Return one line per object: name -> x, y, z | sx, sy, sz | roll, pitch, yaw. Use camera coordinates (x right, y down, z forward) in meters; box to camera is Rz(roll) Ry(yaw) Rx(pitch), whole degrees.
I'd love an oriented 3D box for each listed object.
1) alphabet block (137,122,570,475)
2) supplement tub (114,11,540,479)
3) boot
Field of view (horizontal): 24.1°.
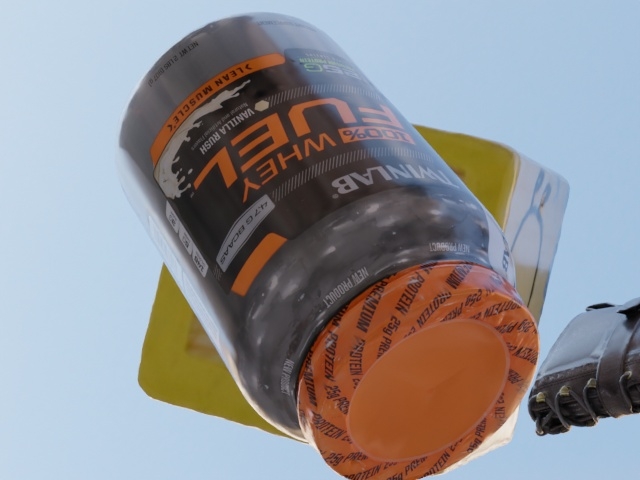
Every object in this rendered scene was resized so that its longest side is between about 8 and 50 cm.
alphabet block -> 0.028, 0.022, 0.912 | 0.193, 0.197, 0.192 | 12, -88, 18
supplement tub -> 0.000, 0.000, 0.597 | 0.190, 0.117, 0.117 | 53, -42, 45
boot -> 0.251, 0.108, 1.085 | 0.229, 0.263, 0.091 | -20, -71, 35
